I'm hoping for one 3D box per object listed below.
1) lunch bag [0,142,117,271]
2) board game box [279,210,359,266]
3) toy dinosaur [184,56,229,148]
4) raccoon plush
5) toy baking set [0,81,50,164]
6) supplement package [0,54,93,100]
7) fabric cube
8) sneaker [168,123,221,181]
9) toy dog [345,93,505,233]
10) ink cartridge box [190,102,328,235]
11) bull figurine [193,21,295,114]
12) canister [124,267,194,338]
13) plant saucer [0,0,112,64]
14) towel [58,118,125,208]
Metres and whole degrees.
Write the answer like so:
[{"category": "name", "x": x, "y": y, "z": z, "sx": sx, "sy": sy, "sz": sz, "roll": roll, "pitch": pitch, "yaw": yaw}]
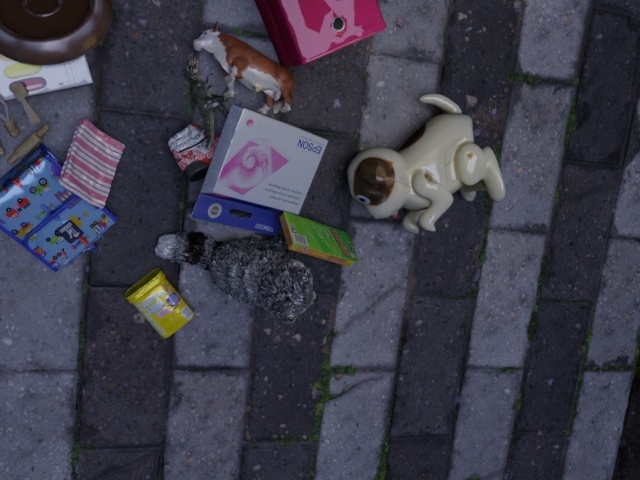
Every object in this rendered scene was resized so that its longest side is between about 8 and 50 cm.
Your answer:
[{"category": "lunch bag", "x": -0.707, "y": -0.069, "z": 1.813, "sx": 0.221, "sy": 0.138, "sz": 0.293, "roll": -44, "pitch": 123, "yaw": -6}, {"category": "board game box", "x": 0.000, "y": 0.000, "z": 2.015, "sx": 0.260, "sy": 0.124, "sz": 0.039, "roll": 15, "pitch": 132, "yaw": -37}, {"category": "toy dinosaur", "x": -0.291, "y": -0.374, "z": 1.870, "sx": 0.118, "sy": 0.064, "sz": 0.268, "roll": -11, "pitch": 75, "yaw": -22}, {"category": "raccoon plush", "x": -0.227, "y": 0.113, "z": 1.900, "sx": 0.447, "sy": 0.299, "sz": 0.216, "roll": 2, "pitch": 102, "yaw": -18}, {"category": "toy baking set", "x": -0.780, "y": -0.278, "z": 1.693, "sx": 0.256, "sy": 0.030, "sz": 0.197, "roll": -33, "pitch": 149, "yaw": 16}, {"category": "supplement package", "x": -0.709, "y": -0.433, "z": 1.709, "sx": 0.244, "sy": 0.134, "sz": 0.139, "roll": -16, "pitch": 106, "yaw": -14}, {"category": "fabric cube", "x": -0.014, "y": -0.634, "z": 1.825, "sx": 0.254, "sy": 0.259, "sz": 0.258, "roll": -25, "pitch": 108, "yaw": -10}, {"category": "sneaker", "x": -0.290, "y": -0.273, "z": 1.902, "sx": 0.270, "sy": 0.090, "sz": 0.145, "roll": -28, "pitch": 78, "yaw": -33}, {"category": "toy dog", "x": 0.281, "y": -0.205, "z": 2.009, "sx": 0.408, "sy": 0.284, "sz": 0.395, "roll": -19, "pitch": 107, "yaw": -11}, {"category": "ink cartridge box", "x": -0.162, "y": -0.176, "z": 1.905, "sx": 0.324, "sy": 0.071, "sz": 0.330, "roll": 12, "pitch": 102, "yaw": -45}, {"category": "bull figurine", "x": -0.200, "y": -0.459, "z": 1.860, "sx": 0.310, "sy": 0.101, "sz": 0.188, "roll": 21, "pitch": 55, "yaw": -27}, {"category": "canister", "x": -0.458, "y": 0.183, "z": 1.962, "sx": 0.126, "sy": 0.073, "sz": 0.170, "roll": -38, "pitch": 112, "yaw": -7}, {"category": "plant saucer", "x": -0.664, "y": -0.559, "z": 1.646, "sx": 0.311, "sy": 0.050, "sz": 0.310, "roll": 3, "pitch": 66, "yaw": -7}, {"category": "towel", "x": -0.593, "y": -0.199, "z": 1.782, "sx": 0.144, "sy": 0.029, "sz": 0.197, "roll": 36, "pitch": 57, "yaw": -47}]
